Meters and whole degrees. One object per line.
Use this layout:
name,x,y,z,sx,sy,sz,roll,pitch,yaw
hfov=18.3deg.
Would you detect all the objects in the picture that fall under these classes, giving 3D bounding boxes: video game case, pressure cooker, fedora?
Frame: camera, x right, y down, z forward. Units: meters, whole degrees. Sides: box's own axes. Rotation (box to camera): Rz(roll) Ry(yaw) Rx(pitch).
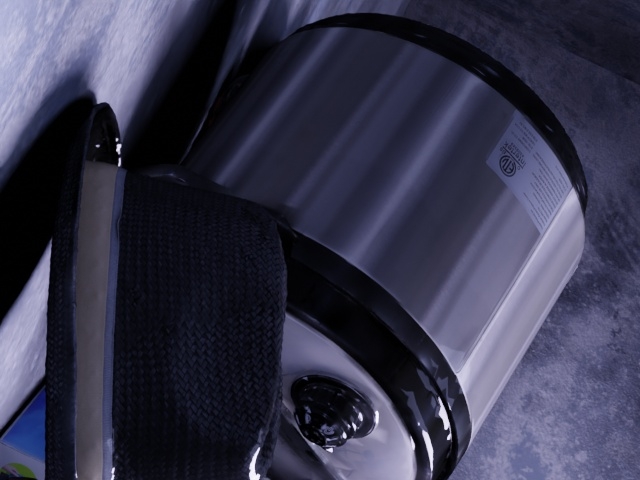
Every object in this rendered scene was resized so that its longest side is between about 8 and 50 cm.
video game case,-0.266,0.239,1.832,0.244,0.061,0.269,-64,178,22
pressure cooker,0.005,0.045,1.795,0.420,0.370,0.375,-56,170,-32
fedora,-0.100,0.068,1.361,0.334,0.152,0.334,-179,-90,-88

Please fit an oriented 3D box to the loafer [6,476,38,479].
loafer,-0.280,0.328,1.359,0.134,0.130,0.366,-151,-107,-80

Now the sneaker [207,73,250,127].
sneaker,-0.102,-0.035,2.071,0.135,0.097,0.276,80,34,-82
